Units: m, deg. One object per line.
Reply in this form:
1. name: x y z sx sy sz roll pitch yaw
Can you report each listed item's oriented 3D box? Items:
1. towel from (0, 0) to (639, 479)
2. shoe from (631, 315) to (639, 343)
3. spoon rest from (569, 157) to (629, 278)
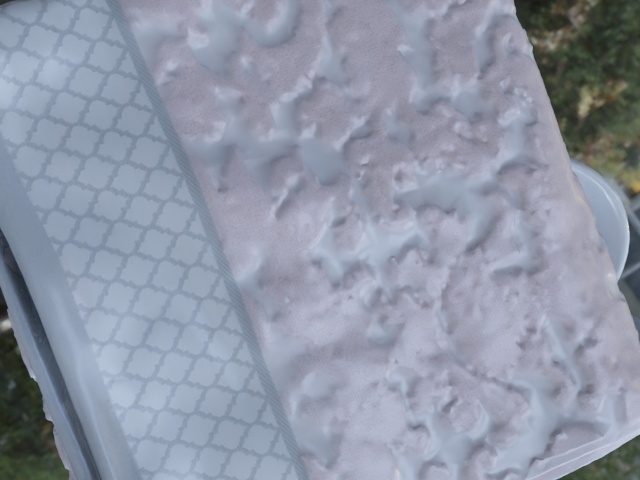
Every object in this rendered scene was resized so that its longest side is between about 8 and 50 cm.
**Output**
1. towel: 0.000 0.000 0.560 0.317 0.332 0.053 -23 -175 -22
2. shoe: 0.368 0.174 1.245 0.063 0.178 0.081 -22 155 9
3. spoon rest: 0.063 -0.004 0.735 0.084 0.276 0.137 -69 164 -60
